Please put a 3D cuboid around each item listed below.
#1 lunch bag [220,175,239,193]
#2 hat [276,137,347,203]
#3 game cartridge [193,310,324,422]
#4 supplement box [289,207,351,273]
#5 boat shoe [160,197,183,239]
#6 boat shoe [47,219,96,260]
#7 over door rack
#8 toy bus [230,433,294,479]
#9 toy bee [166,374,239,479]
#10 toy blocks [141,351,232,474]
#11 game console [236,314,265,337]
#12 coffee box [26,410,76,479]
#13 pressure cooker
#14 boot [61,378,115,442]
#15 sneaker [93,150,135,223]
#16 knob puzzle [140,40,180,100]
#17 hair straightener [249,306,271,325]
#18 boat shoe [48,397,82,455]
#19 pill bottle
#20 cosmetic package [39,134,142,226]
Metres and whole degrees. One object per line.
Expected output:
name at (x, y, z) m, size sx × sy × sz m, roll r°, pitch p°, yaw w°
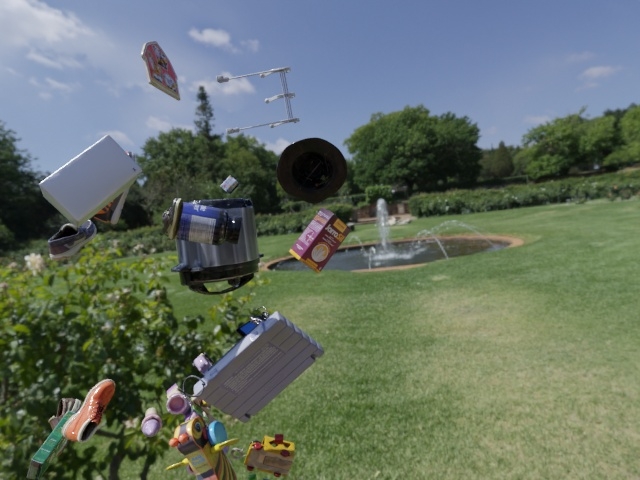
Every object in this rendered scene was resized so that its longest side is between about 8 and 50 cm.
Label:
lunch bag at (-0.412, -0.253, 1.883) m, size 0.071 × 0.053 × 0.083 m, roll -47°, pitch -2°, yaw -4°
hat at (-0.047, -0.341, 1.892) m, size 0.330 × 0.332 × 0.134 m, roll -7°, pitch 34°, yaw -11°
game cartridge at (-0.189, 0.395, 1.270) m, size 0.355 × 0.230 × 0.068 m, roll -42°, pitch 26°, yaw 5°
supplement box at (0.000, 0.000, 1.368) m, size 0.104 × 0.188 × 0.080 m, roll 38°, pitch -1°, yaw -36°
boat shoe at (-0.419, -0.061, 1.144) m, size 0.049 × 0.152 × 0.056 m, roll 21°, pitch 40°, yaw -10°
boat shoe at (-0.977, -0.024, 1.617) m, size 0.102 × 0.093 × 0.285 m, roll -1°, pitch 28°, yaw -1°
over door rack at (-0.271, -0.608, 1.783) m, size 0.323 × 0.240 × 0.108 m, roll -12°, pitch 11°, yaw -11°
toy bus at (-0.191, 0.761, 1.471) m, size 0.190 × 0.202 × 0.104 m, roll -26°, pitch 12°, yaw 1°
toy bee at (-0.327, 0.529, 1.056) m, size 0.195 × 0.298 × 0.162 m, roll -47°, pitch -10°, yaw 3°
toy blocks at (-0.414, 0.614, 1.421) m, size 0.309 × 0.289 × 0.260 m, roll -45°, pitch 14°, yaw -18°
game console at (-0.298, 0.383, 1.870) m, size 0.144 × 0.085 × 0.124 m, roll -31°, pitch -17°, yaw -36°
coffee box at (-0.877, 0.670, 1.346) m, size 0.040 × 0.113 × 0.184 m, roll 26°, pitch 27°, yaw -9°
pressure cooker at (-0.464, 0.032, 1.844) m, size 0.369 × 0.421 × 0.375 m, roll -7°, pitch 3°, yaw 1°
boot at (-0.564, 0.428, 1.030) m, size 0.084 × 0.059 × 0.158 m, roll -4°, pitch 45°, yaw 37°
sneaker at (-0.864, -0.224, 1.638) m, size 0.180 × 0.321 × 0.124 m, roll 19°, pitch 15°, yaw -27°
knob puzzle at (-0.562, -0.620, 1.457) m, size 0.029 × 0.213 × 0.213 m, roll -15°, pitch 1°, yaw 15°
hair straightener at (-0.186, 0.319, 1.567) m, size 0.230 × 0.047 × 0.089 m, roll 24°, pitch 60°, yaw 39°
boat shoe at (-1.089, 0.771, 1.711) m, size 0.095 × 0.095 × 0.257 m, roll 35°, pitch 12°, yaw -28°
pill bottle at (-0.372, -0.050, 1.333) m, size 0.219 × 0.123 × 0.123 m, roll 9°, pitch 0°, yaw -14°
cosmetic package at (-0.670, -0.167, 1.202) m, size 0.224 × 0.138 × 0.224 m, roll -49°, pitch 22°, yaw -25°
